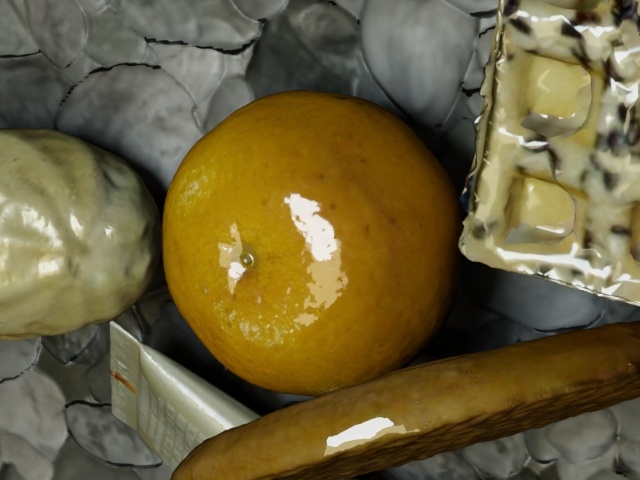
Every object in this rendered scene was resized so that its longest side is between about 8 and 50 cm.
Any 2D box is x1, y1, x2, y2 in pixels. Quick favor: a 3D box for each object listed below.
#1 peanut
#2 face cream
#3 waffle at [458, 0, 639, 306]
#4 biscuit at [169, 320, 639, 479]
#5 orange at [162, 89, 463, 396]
[{"bbox_3d":[-0.229,-0.014,0.917,0.290,0.130,0.130,10,116,26],"label":"peanut"},{"bbox_3d":[0.011,0.173,0.900,0.341,0.084,0.137,35,154,12],"label":"face cream"},{"bbox_3d":[0.254,-0.070,0.643,0.376,0.114,0.261,17,119,21],"label":"waffle"},{"bbox_3d":[0.053,0.082,0.745,0.262,0.262,0.037,-22,76,33],"label":"biscuit"},{"bbox_3d":[0.000,0.000,0.794,0.159,0.136,0.159,6,101,30],"label":"orange"}]
